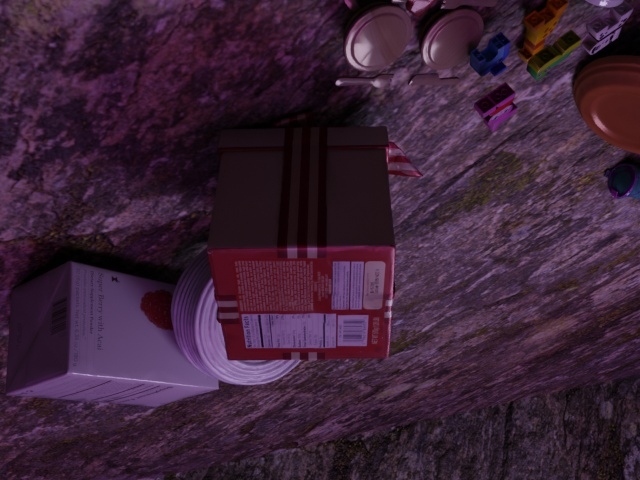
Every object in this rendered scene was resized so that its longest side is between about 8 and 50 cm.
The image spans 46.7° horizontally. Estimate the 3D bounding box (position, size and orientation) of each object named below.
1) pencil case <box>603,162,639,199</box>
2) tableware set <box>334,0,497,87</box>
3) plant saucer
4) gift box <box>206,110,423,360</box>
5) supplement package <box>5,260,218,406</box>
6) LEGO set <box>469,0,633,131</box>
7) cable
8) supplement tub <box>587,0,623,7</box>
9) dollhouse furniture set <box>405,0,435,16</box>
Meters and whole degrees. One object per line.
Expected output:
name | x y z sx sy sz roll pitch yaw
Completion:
pencil case | 0.593 -0.100 1.369 0.151 0.065 0.070 7 128 -36
tableware set | 0.108 -0.247 0.887 0.194 0.039 0.128 -7 139 -28
plant saucer | 0.449 -0.180 1.045 0.037 0.199 0.200 -58 155 -15
gift box | 0.000 0.000 0.997 0.276 0.258 0.255 2 136 -3
supplement package | -0.333 0.164 1.221 0.175 0.178 0.292 -22 154 35
LEGO set | 0.268 -0.229 0.939 0.227 0.087 0.093 -34 159 -5
cable | -0.115 0.116 1.221 0.257 0.089 0.257 -19 115 -33
supplement tub | 0.335 -0.324 0.828 0.070 0.071 0.107 -8 150 -15
dollhouse furniture set | -0.012 -0.339 0.486 0.152 0.201 0.374 -34 147 30
